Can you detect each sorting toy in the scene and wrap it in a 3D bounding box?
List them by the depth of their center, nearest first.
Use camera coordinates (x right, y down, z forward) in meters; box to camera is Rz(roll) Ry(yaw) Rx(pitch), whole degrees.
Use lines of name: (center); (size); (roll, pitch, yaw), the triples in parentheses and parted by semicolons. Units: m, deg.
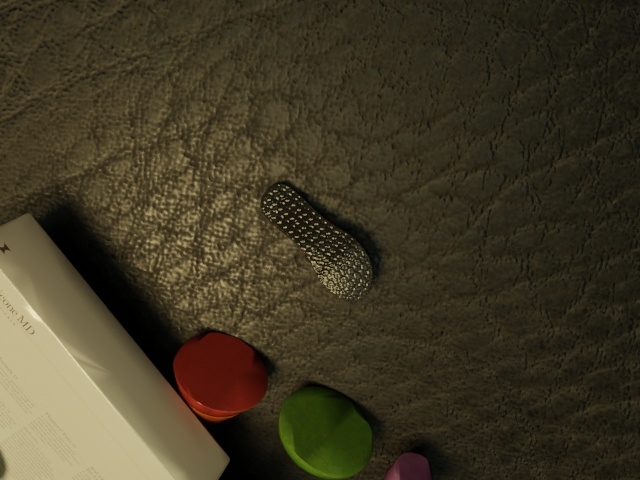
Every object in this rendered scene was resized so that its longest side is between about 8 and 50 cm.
sorting toy: (-0.036, 0.261, 0.868); (0.365, 0.127, 0.126); (29, 124, -2)

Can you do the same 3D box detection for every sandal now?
sandal: (0.000, 0.000, 0.840); (0.067, 0.040, 0.179); (-44, 82, 3)

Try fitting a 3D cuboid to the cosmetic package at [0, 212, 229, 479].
cosmetic package: (-0.334, 0.198, 0.816); (0.284, 0.097, 0.377); (-32, 99, 28)
